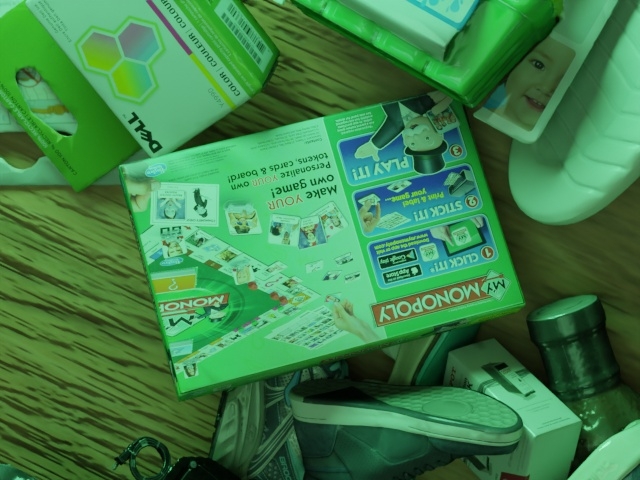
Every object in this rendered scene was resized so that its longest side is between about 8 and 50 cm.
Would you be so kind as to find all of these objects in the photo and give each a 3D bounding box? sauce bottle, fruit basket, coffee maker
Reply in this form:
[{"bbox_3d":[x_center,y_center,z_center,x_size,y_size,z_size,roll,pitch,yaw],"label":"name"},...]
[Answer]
[{"bbox_3d":[0.273,0.221,1.562,0.111,0.111,0.344,-17,98,13],"label":"sauce bottle"},{"bbox_3d":[0.131,-0.310,1.464,0.327,0.165,0.353,32,100,10],"label":"fruit basket"},{"bbox_3d":[-0.150,0.264,1.614,0.178,0.120,0.171,-26,94,53],"label":"coffee maker"}]

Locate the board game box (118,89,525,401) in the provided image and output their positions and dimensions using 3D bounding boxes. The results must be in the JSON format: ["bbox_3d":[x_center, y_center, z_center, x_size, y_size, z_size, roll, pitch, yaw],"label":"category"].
[{"bbox_3d":[0.000,0.000,1.519,0.317,0.046,0.214,-14,79,-10],"label":"board game box"}]

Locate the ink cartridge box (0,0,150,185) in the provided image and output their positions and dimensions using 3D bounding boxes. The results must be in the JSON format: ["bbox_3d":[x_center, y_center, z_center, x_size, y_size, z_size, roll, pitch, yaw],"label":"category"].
[{"bbox_3d":[-0.297,-0.242,1.625,0.308,0.091,0.385,0,117,11],"label":"ink cartridge box"}]

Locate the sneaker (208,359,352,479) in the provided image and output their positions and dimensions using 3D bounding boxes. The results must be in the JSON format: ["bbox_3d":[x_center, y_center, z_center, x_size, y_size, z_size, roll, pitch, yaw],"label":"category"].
[{"bbox_3d":[-0.020,0.109,1.618,0.122,0.110,0.283,14,108,-6],"label":"sneaker"}]

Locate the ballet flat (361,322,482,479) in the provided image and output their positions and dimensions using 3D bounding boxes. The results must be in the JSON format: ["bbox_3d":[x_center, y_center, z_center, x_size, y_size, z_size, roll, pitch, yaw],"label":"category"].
[{"bbox_3d":[0.079,0.132,1.606,0.086,0.086,0.248,23,104,6],"label":"ballet flat"}]

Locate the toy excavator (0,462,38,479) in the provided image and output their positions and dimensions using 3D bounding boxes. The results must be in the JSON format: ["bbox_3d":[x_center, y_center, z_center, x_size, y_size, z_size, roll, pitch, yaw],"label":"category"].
[{"bbox_3d":[-0.189,0.414,1.536,0.445,0.222,0.433,37,146,1],"label":"toy excavator"}]

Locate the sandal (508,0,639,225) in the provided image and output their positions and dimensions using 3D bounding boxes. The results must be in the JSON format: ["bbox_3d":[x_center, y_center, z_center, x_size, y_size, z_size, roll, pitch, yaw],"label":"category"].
[{"bbox_3d":[0.312,-0.183,1.482,0.102,0.169,0.416,20,107,-34],"label":"sandal"}]

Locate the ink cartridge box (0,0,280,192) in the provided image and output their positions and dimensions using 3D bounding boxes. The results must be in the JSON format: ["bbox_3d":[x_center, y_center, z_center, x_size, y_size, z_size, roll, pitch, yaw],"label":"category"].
[{"bbox_3d":[-0.194,-0.156,1.543,0.255,0.097,0.189,-33,106,22],"label":"ink cartridge box"}]

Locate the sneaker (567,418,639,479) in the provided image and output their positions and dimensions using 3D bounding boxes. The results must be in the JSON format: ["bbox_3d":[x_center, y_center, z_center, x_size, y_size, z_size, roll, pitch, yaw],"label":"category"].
[{"bbox_3d":[0.217,0.321,1.481,0.148,0.131,0.350,45,121,16],"label":"sneaker"}]

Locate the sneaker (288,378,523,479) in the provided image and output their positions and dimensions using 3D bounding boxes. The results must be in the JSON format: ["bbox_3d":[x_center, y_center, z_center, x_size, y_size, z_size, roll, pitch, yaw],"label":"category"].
[{"bbox_3d":[0.081,0.214,1.521,0.226,0.086,0.163,3,103,33],"label":"sneaker"}]

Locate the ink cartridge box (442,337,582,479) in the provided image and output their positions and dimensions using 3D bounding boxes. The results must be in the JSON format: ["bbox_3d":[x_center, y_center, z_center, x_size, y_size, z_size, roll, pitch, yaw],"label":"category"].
[{"bbox_3d":[0.167,0.168,1.547,0.135,0.056,0.099,44,138,44],"label":"ink cartridge box"}]
